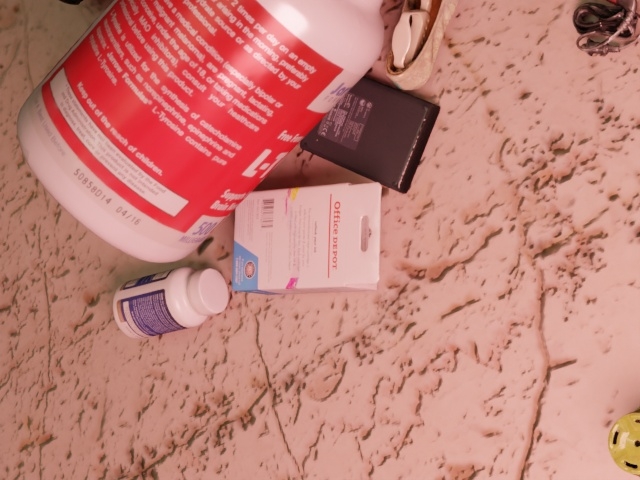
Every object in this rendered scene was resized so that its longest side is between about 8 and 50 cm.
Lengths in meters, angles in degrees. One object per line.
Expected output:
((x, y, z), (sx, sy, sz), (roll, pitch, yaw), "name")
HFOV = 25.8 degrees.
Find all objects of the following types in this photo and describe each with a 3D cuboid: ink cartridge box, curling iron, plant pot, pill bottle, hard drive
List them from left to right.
((-0.161, 0.066, 1.516), (0.120, 0.067, 0.067), (-14, 76, 33), "pill bottle")
((-0.088, -0.189, 1.361), (0.408, 0.229, 0.229), (-45, 61, 18), "pill bottle")
((0.000, 0.000, 1.415), (0.181, 0.061, 0.104), (-3, 81, 36), "ink cartridge box")
((0.049, -0.114, 1.421), (0.135, 0.022, 0.094), (27, 99, 35), "hard drive")
((0.198, -0.262, 1.328), (0.274, 0.035, 0.068), (45, 109, 30), "curling iron")
((0.283, 0.172, 1.183), (0.083, 0.079, 0.083), (-5, 80, 34), "plant pot")

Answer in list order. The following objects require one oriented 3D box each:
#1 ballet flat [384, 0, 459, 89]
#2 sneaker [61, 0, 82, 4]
((0.104, -0.231, 1.379), (0.057, 0.052, 0.168), (15, 92, 35), "ballet flat")
((-0.281, -0.445, 1.629), (0.146, 0.134, 0.343), (-1, 82, 34), "sneaker")
